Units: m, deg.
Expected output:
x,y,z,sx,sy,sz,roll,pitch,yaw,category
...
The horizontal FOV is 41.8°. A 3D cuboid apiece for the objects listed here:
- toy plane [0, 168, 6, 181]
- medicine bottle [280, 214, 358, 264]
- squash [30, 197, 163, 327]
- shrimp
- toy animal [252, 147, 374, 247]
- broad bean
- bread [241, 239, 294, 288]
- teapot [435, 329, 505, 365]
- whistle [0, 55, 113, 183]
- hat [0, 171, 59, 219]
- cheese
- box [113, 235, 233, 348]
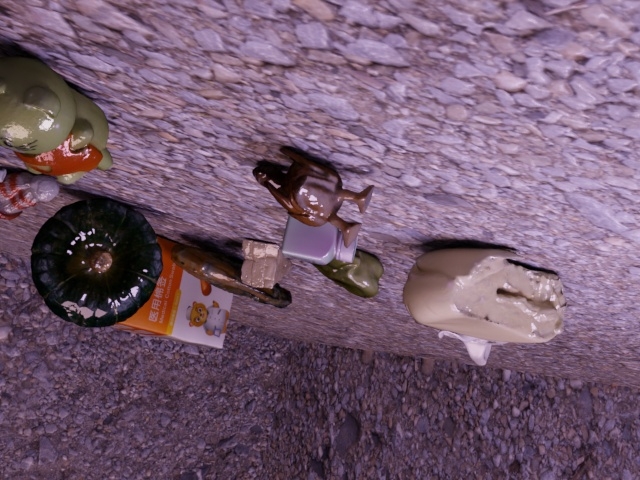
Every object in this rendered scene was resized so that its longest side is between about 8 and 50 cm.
x,y,z,sx,sy,sz,roll,pitch,yaw,category
-0.681,-0.119,1.438,0.267,0.123,0.267,2,171,0,toy plane
0.000,0.000,1.379,0.118,0.074,0.055,10,168,7,medicine bottle
-0.436,0.043,1.634,0.252,0.252,0.165,17,162,-18,squash
-0.163,0.098,1.943,0.272,0.085,0.445,22,175,29,shrimp
-0.029,-0.069,1.080,0.179,0.089,0.188,25,178,19,toy animal
0.023,0.037,1.587,0.206,0.072,0.153,30,161,-20,broad bean
-0.108,0.030,1.780,0.077,0.105,0.152,10,-160,12,bread
0.301,0.158,1.657,0.204,0.139,0.298,3,165,30,teapot
-0.324,-0.135,1.002,0.131,0.106,0.288,17,170,13,whistle
-0.556,-0.095,1.569,0.162,0.094,0.112,-14,167,26,hat
0.275,0.092,1.403,0.266,0.127,0.233,17,165,-32,cheese
-0.379,0.118,2.004,0.143,0.225,0.341,-1,163,43,box
